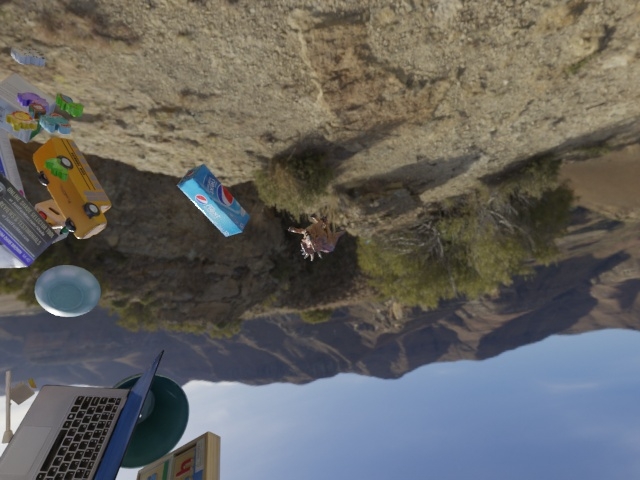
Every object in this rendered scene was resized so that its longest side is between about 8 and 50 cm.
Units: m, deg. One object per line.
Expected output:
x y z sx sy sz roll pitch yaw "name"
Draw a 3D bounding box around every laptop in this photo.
-0.596 0.471 0.938 0.406 0.382 0.237 3 131 1 "laptop"

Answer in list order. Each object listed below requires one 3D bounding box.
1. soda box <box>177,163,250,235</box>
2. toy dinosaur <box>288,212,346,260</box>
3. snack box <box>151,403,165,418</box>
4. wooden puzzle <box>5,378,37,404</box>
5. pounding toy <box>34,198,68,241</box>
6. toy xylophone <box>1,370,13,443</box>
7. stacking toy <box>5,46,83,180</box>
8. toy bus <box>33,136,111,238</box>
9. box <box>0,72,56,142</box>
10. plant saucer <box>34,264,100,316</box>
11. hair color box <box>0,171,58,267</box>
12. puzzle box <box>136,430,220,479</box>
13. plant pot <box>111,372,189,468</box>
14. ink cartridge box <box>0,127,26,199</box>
-0.297 -0.110 1.143 0.071 0.067 0.210 -13 132 33 "soda box"
0.000 0.000 1.685 0.295 0.201 0.127 12 129 -43 "toy dinosaur"
-0.633 0.695 1.491 0.064 0.179 0.022 23 171 24 "snack box"
-1.151 0.586 1.552 0.116 0.079 0.014 -31 -151 -26 "wooden puzzle"
-0.989 -0.065 1.493 0.130 0.141 0.100 -51 -177 25 "pounding toy"
-0.941 0.452 1.085 0.235 0.324 0.081 -15 173 18 "toy xylophone"
-0.548 -0.253 0.809 0.052 0.221 0.167 -25 154 -54 "stacking toy"
-0.817 -0.174 1.347 0.108 0.333 0.130 -32 178 14 "toy bus"
-0.705 -0.310 0.952 0.101 0.087 0.101 36 135 -23 "box"
-0.847 0.178 1.351 0.194 0.195 0.037 -5 -157 -16 "plant saucer"
-0.767 -0.035 0.862 0.338 0.110 0.185 -4 132 20 "hair color box"
-0.357 0.704 0.949 0.272 0.409 0.052 -34 126 13 "puzzle box"
-0.620 0.587 1.380 0.289 0.291 0.195 -1 176 -34 "plant pot"
-0.946 -0.190 1.117 0.175 0.372 0.069 -11 -173 -6 "ink cartridge box"
